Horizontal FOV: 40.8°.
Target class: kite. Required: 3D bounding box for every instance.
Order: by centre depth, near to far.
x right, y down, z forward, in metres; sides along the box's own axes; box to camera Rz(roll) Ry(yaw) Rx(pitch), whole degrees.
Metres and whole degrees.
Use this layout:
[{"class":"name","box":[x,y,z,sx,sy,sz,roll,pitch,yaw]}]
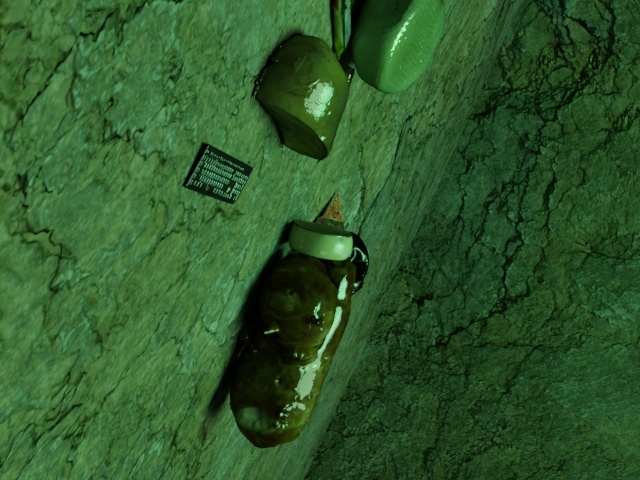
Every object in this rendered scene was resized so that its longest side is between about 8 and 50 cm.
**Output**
[{"class":"kite","box":[0.024,0.001,1.783,0.008,0.125,0.222,-16,-152,42]}]

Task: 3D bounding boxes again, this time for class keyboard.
[{"class":"keyboard","box":[-0.132,-0.086,1.151,0.064,0.010,0.198,-63,168,2]}]

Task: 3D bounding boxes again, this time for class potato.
[{"class":"potato","box":[-0.007,-0.207,1.237,0.138,0.098,0.243,-65,169,-7]}]

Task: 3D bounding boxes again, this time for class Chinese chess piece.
[{"class":"Chinese chess piece","box":[0.000,0.000,1.615,0.122,0.122,0.051,-19,124,-73]}]

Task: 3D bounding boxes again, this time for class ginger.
[{"class":"ginger","box":[-0.072,0.208,1.639,0.254,0.176,0.419,9,107,-65]}]

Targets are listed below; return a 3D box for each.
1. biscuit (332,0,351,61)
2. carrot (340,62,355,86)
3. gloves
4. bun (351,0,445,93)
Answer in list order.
[{"class":"biscuit","box":[0.033,-0.358,1.255,0.292,0.026,0.048,84,29,-68]},{"class":"carrot","box":[0.020,-0.218,1.456,0.171,0.042,0.042,-70,167,17]},{"class":"gloves","box":[0.020,0.057,1.855,0.203,0.124,0.165,-2,82,-44]},{"class":"bun","box":[0.121,-0.351,1.439,0.221,0.108,0.221,-51,161,-25]}]
